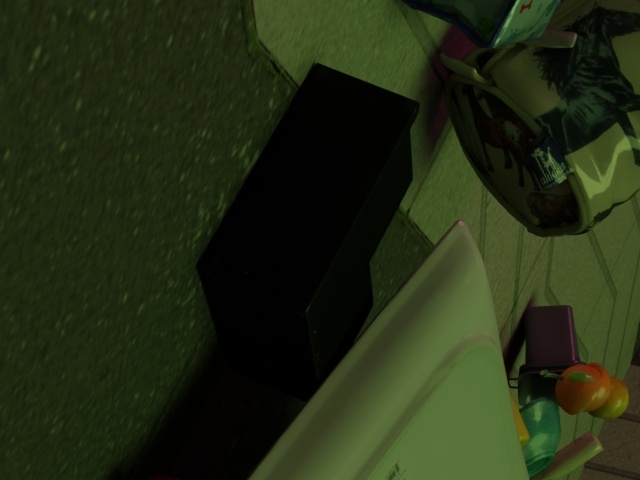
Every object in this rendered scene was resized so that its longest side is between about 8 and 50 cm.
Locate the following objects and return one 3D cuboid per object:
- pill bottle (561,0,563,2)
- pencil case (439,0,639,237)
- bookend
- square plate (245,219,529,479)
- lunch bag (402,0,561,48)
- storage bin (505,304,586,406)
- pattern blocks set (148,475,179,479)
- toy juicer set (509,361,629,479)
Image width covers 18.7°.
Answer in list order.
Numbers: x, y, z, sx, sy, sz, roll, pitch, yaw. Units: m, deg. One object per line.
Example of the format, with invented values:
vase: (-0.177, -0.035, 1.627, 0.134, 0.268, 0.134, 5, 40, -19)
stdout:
pill bottle: (0.244, -0.205, 1.685, 0.112, 0.112, 0.186, -55, 160, -37)
pencil case: (0.289, -0.183, 1.516, 0.410, 0.160, 0.183, -39, 137, -9)
bookend: (0.000, 0.000, 1.224, 0.157, 0.072, 0.156, -61, 164, -21)
square plate: (0.048, 0.219, 1.304, 0.347, 0.049, 0.344, -50, 143, -32)
lunch bag: (0.131, -0.215, 1.319, 0.151, 0.096, 0.129, -62, 167, 19)
storage bin: (0.271, 0.138, 2.338, 0.135, 0.098, 0.091, 74, 13, -66)
pattern blocks set: (-0.081, 0.316, 1.223, 0.285, 0.026, 0.324, 26, 73, -63)
toy juicer set: (0.260, 0.218, 2.300, 0.209, 0.089, 0.329, -28, 157, -8)
